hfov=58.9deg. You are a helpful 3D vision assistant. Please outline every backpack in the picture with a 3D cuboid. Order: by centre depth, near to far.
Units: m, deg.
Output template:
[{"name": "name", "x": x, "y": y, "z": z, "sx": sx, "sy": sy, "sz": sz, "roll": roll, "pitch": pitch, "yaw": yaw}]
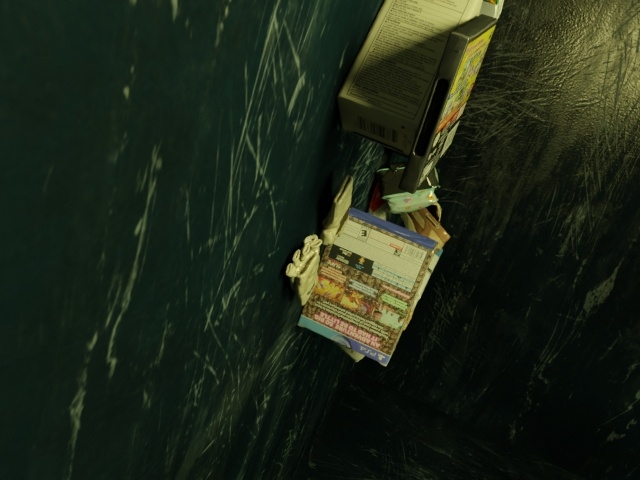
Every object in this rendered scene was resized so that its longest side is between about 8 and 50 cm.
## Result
[{"name": "backpack", "x": 0.244, "y": -0.151, "z": 1.569, "sx": 0.188, "sy": 0.165, "sz": 0.145, "roll": -49, "pitch": 125, "yaw": -77}]

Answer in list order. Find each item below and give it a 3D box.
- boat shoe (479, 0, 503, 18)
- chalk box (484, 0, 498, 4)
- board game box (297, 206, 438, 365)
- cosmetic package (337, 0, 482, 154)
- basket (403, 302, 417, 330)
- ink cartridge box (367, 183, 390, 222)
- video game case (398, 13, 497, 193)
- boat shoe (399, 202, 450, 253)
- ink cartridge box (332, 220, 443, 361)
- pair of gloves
[{"name": "boat shoe", "x": 0.458, "y": -0.723, "z": 1.540, "sx": 0.084, "sy": 0.095, "sz": 0.259, "roll": -26, "pitch": 125, "yaw": -51}, {"name": "chalk box", "x": 0.422, "y": -0.727, "z": 1.404, "sx": 0.213, "sy": 0.132, "sz": 0.132, "roll": -67, "pitch": 167, "yaw": 3}, {"name": "board game box", "x": 0.113, "y": 0.101, "z": 1.336, "sx": 0.291, "sy": 0.231, "sz": 0.141, "roll": -69, "pitch": 167, "yaw": 13}, {"name": "cosmetic package", "x": 0.159, "y": -0.319, "z": 0.990, "sx": 0.296, "sy": 0.153, "sz": 0.129, "roll": -63, "pitch": 168, "yaw": -10}, {"name": "basket", "x": 0.257, "y": 0.142, "z": 2.022, "sx": 0.299, "sy": 0.222, "sz": 0.213, "roll": -64, "pitch": 167, "yaw": -9}, {"name": "ink cartridge box", "x": 0.180, "y": -0.077, "z": 1.711, "sx": 0.233, "sy": 0.066, "sz": 0.189, "roll": -68, "pitch": 168, "yaw": 22}, {"name": "video game case", "x": 0.216, "y": -0.236, "z": 0.949, "sx": 0.275, "sy": 0.035, "sz": 0.249, "roll": -46, "pitch": 156, "yaw": -55}, {"name": "boat shoe", "x": 0.302, "y": -0.080, "z": 1.676, "sx": 0.116, "sy": 0.123, "sz": 0.325, "roll": -36, "pitch": -139, "yaw": 20}, {"name": "ink cartridge box", "x": 0.186, "y": 0.134, "z": 1.676, "sx": 0.286, "sy": 0.166, "sz": 0.395, "roll": -52, "pitch": 175, "yaw": 26}, {"name": "pair of gloves", "x": 0.000, "y": 0.000, "z": 1.133, "sx": 0.240, "sy": 0.042, "sz": 0.204, "roll": -61, "pitch": 170, "yaw": -16}]
